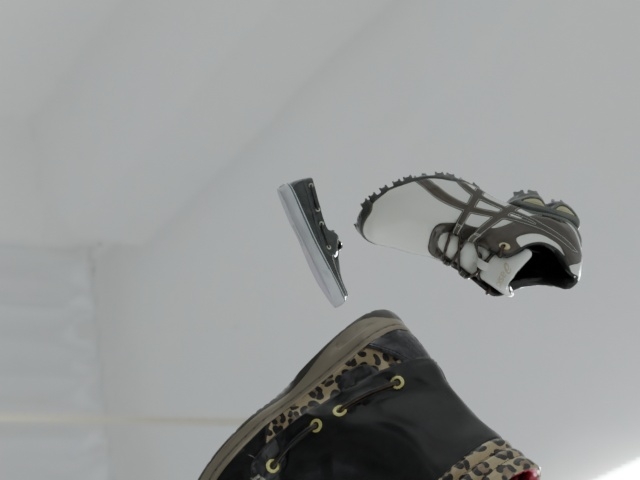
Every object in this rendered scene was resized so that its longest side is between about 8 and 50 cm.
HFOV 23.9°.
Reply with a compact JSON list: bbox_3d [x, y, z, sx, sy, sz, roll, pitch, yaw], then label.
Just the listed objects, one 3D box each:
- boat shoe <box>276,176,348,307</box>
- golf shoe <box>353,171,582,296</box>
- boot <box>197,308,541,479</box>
[{"bbox_3d":[0.000,0.000,1.579,0.049,0.040,0.142,128,-63,-81],"label":"boat shoe"},{"bbox_3d":[0.129,-0.001,1.268,0.094,0.198,0.077,-97,-166,-51],"label":"golf shoe"},{"bbox_3d":[0.039,0.292,1.690,0.377,0.138,0.284,-46,-124,-5],"label":"boot"}]
